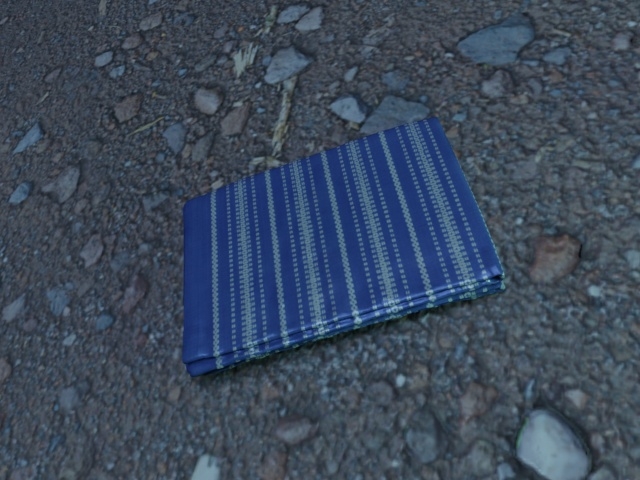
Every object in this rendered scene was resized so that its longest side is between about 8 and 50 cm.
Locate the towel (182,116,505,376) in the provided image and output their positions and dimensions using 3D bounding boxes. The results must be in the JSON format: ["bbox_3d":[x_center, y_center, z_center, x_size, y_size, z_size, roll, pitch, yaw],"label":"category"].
[{"bbox_3d":[0.000,0.000,0.582,0.336,0.040,0.243,-17,53,9],"label":"towel"}]
